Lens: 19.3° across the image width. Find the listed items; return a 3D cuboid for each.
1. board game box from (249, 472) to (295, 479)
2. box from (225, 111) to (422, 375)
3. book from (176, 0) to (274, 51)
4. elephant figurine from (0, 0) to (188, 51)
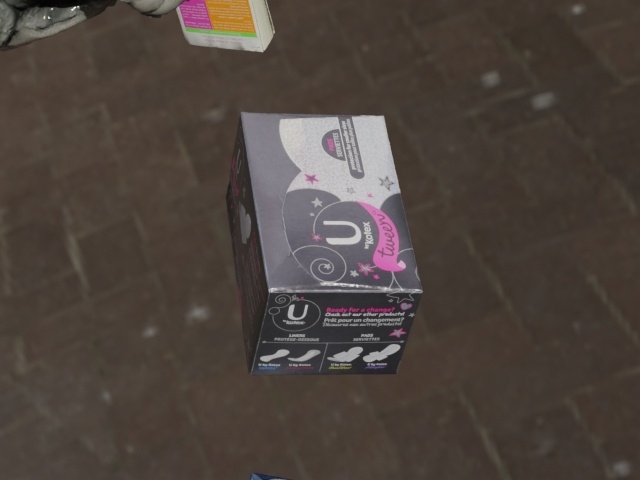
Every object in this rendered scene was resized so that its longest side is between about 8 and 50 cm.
[{"bbox_3d":[0.048,0.201,1.220,0.136,0.035,0.201,13,2,-27],"label":"board game box"},{"bbox_3d":[0.000,0.000,1.936,0.163,0.142,0.247,0,50,-12],"label":"box"},{"bbox_3d":[-0.110,-0.263,1.926,0.096,0.144,0.035,5,43,22],"label":"book"},{"bbox_3d":[-0.194,-0.161,1.073,0.239,0.169,0.186,-32,-15,27],"label":"elephant figurine"}]
